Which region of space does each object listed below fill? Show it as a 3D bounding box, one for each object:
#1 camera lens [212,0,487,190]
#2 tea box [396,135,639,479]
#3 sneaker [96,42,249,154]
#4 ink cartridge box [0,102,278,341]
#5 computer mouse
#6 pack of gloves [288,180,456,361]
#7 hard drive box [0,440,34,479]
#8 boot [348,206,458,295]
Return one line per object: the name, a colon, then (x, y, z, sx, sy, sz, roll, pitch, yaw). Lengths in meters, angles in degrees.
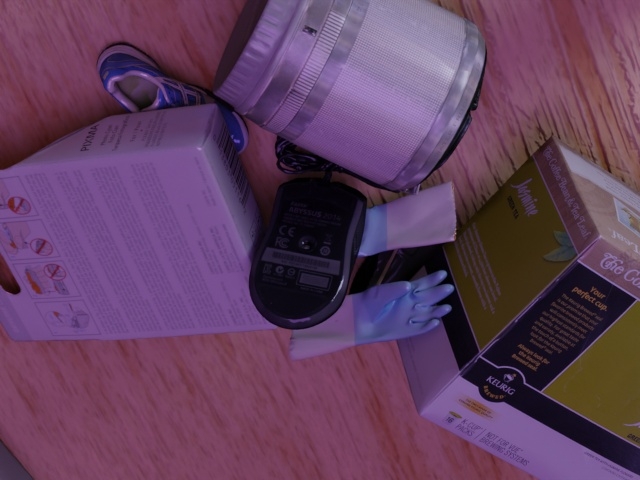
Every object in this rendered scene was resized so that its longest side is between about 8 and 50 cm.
camera lens: (0.039, -0.200, 1.935, 0.274, 0.219, 0.219, 25, 113, -12)
tea box: (0.318, 0.109, 2.047, 0.329, 0.220, 0.323, 31, 116, -29)
sneaker: (-0.183, -0.158, 2.028, 0.211, 0.081, 0.080, 28, 110, -15)
ink cartridge box: (-0.263, -0.010, 2.078, 0.385, 0.091, 0.308, -4, 132, 19)
computer mouse: (0.000, 0.000, 2.030, 0.188, 0.272, 0.072, 16, 153, 10)
pack of gloves: (0.055, 0.032, 2.046, 0.232, 0.195, 0.046, -14, 153, 26)
hard drive box: (-0.493, 0.360, 2.267, 0.181, 0.089, 0.232, -29, 113, 12)
boot: (0.119, 0.060, 2.146, 0.137, 0.077, 0.198, 17, 115, -15)
